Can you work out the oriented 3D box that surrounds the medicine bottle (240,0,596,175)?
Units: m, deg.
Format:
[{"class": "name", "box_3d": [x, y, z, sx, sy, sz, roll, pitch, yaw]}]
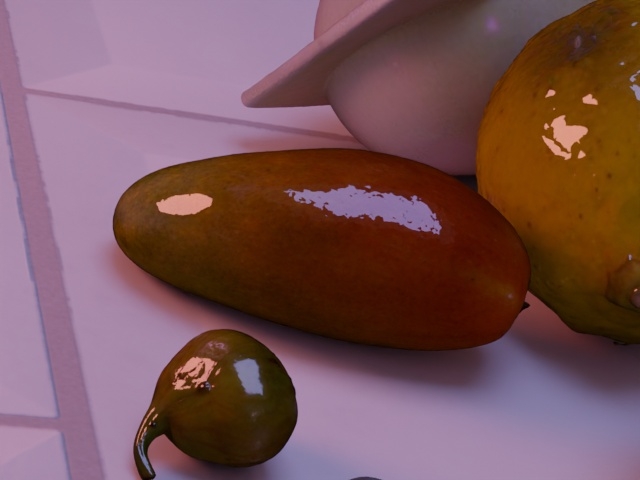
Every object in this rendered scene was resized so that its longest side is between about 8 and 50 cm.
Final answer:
[{"class": "medicine bottle", "box_3d": [0.143, -0.176, 1.425, 0.406, 0.235, 0.236, -7, 33, -43]}]

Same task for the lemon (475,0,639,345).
[{"class": "lemon", "box_3d": [0.242, -0.052, 1.210, 0.254, 0.253, 0.310, 14, 34, -4]}]

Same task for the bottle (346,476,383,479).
[{"class": "bottle", "box_3d": [-0.068, 0.174, 0.738, 0.286, 0.082, 0.082, -9, 34, -43]}]

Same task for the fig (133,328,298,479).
[{"class": "fig", "box_3d": [-0.065, 0.094, 0.929, 0.098, 0.082, 0.084, -10, 68, -17]}]

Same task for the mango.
[{"class": "mango", "box_3d": [0.001, 0.003, 1.101, 0.289, 0.129, 0.146, 5, 27, -4]}]
